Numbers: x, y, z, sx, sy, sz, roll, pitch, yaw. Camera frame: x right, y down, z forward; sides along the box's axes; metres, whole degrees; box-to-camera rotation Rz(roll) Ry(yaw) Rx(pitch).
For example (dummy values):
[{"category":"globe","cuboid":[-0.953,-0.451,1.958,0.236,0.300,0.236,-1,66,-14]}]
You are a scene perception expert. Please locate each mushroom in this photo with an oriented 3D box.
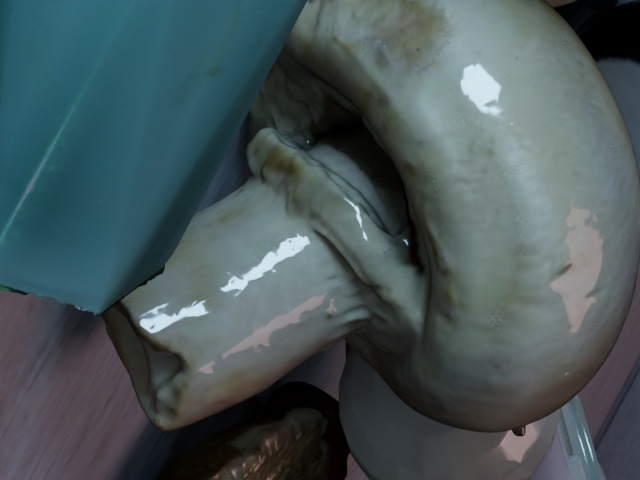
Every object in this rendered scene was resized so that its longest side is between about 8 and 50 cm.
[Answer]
[{"category":"mushroom","cuboid":[-0.029,0.276,1.342,0.208,0.301,0.233,-33,156,18]},{"category":"mushroom","cuboid":[0.015,-0.016,1.099,0.290,0.292,0.292,-22,147,-19]}]

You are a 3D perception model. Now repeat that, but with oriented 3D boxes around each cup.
[{"category":"cup","cuboid":[-0.080,-0.091,0.846,0.148,0.134,0.235,-3,135,-32]}]

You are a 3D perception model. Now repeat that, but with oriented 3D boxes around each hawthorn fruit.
[{"category":"hawthorn fruit","cuboid":[-0.012,0.152,1.495,0.093,0.093,0.093,-53,161,-27]}]

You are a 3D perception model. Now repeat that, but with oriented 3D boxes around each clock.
[{"category":"clock","cuboid":[0.112,0.139,1.432,0.342,0.184,0.326,-97,173,-64]}]

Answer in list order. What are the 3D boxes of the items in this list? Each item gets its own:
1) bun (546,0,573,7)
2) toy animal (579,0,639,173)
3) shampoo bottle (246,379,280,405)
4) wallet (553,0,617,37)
[{"category":"bun","cuboid":[0.159,-0.229,1.255,0.178,0.128,0.193,-29,163,-38]},{"category":"toy animal","cuboid":[0.307,-0.121,1.625,0.267,0.212,0.212,-35,149,-48]},{"category":"shampoo bottle","cuboid":[0.000,0.000,1.354,0.233,0.049,0.087,-58,161,-11]},{"category":"wallet","cuboid":[0.218,-0.228,1.636,0.377,0.051,0.197,-19,136,-64]}]
